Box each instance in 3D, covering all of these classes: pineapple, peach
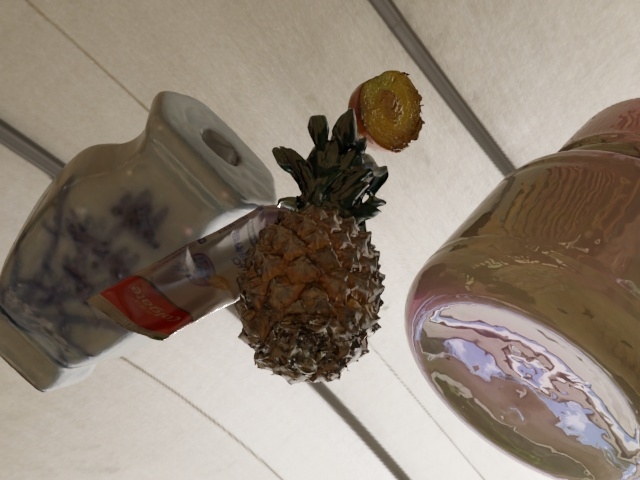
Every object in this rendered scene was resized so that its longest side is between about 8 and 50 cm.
[{"bbox_3d":[-0.001,0.000,0.392,0.083,0.221,0.103,-9,-59,13],"label":"pineapple"},{"bbox_3d":[0.073,-0.147,0.739,0.098,0.061,0.098,1,-92,-29],"label":"peach"}]

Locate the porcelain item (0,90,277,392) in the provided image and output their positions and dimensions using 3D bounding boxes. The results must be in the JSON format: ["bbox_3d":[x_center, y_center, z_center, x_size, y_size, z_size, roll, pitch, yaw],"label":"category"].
[{"bbox_3d":[-0.257,0.015,0.802,0.405,0.178,0.242,-42,-82,19],"label":"porcelain item"}]

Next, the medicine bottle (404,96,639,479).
[{"bbox_3d":[0.262,0.033,0.587,0.256,0.256,0.325,43,-121,10],"label":"medicine bottle"}]

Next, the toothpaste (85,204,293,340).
[{"bbox_3d":[-0.090,0.018,0.630,0.075,0.301,0.048,50,-55,4],"label":"toothpaste"}]
